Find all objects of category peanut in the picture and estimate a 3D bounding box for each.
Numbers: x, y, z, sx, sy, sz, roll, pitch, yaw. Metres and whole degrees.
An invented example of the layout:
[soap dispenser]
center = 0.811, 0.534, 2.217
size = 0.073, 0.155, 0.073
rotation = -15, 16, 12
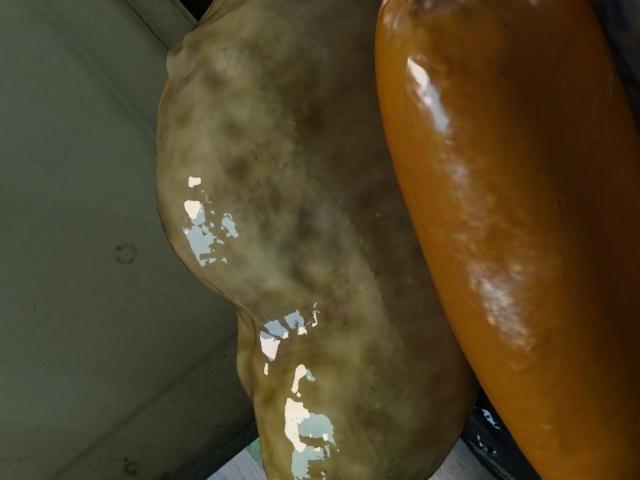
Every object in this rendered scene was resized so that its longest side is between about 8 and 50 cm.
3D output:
[peanut]
center = 0.000, 0.000, 0.482
size = 0.122, 0.137, 0.253
rotation = -6, 106, 59

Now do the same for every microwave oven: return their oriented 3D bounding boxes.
[microwave oven]
center = -0.186, -0.014, 0.664
size = 0.394, 0.333, 0.247
rotation = 50, 166, 9

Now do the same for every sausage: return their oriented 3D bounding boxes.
[sausage]
center = 0.084, 0.002, 0.407
size = 0.098, 0.098, 0.238
rotation = 26, 146, 53

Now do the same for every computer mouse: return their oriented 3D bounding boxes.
[computer mouse]
center = 0.106, 0.094, 0.582
size = 0.099, 0.057, 0.172
rotation = 36, 167, 36
